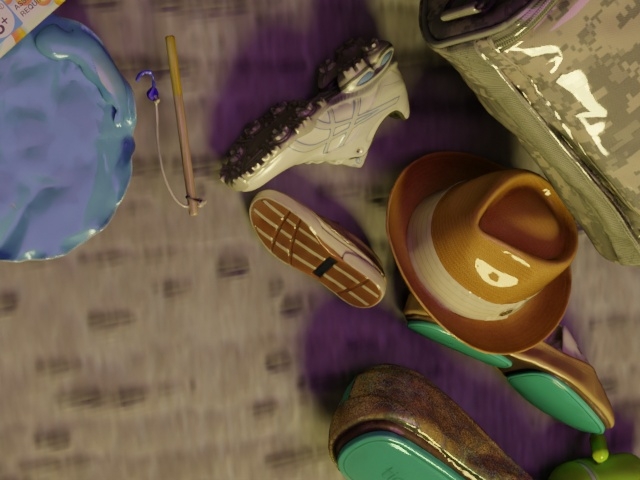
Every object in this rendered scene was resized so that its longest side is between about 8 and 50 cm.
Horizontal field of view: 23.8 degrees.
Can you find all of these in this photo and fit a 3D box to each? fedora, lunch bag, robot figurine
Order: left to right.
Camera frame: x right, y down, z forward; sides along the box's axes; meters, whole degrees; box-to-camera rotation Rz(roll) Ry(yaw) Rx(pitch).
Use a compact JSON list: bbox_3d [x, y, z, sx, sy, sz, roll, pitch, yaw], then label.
[{"bbox_3d":[0.146,-0.003,1.226,0.194,0.079,0.194,17,58,-29],"label":"fedora"},{"bbox_3d":[0.249,0.225,1.349,0.115,0.067,0.101,-5,110,-26],"label":"robot figurine"},{"bbox_3d":[0.222,-0.155,1.168,0.305,0.212,0.256,44,59,-33],"label":"lunch bag"}]

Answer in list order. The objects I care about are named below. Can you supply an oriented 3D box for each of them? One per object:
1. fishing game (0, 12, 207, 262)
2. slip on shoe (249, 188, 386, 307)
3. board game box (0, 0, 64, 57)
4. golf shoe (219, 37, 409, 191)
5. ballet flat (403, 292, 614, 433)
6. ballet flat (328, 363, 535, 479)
[{"bbox_3d":[-0.223,-0.077,1.097,0.264,0.041,0.189,-13,94,-19],"label":"fishing game"},{"bbox_3d":[0.000,0.000,1.216,0.135,0.051,0.041,36,40,-17],"label":"slip on shoe"},{"bbox_3d":[-0.265,-0.258,0.980,0.144,0.142,0.275,-45,107,-15],"label":"board game box"},{"bbox_3d":[0.004,-0.081,1.195,0.176,0.069,0.086,-40,117,-16],"label":"golf shoe"},{"bbox_3d":[0.174,0.087,1.293,0.232,0.080,0.073,32,70,-26],"label":"ballet flat"},{"bbox_3d":[0.145,0.225,1.272,0.348,0.123,0.123,42,77,-20],"label":"ballet flat"}]
